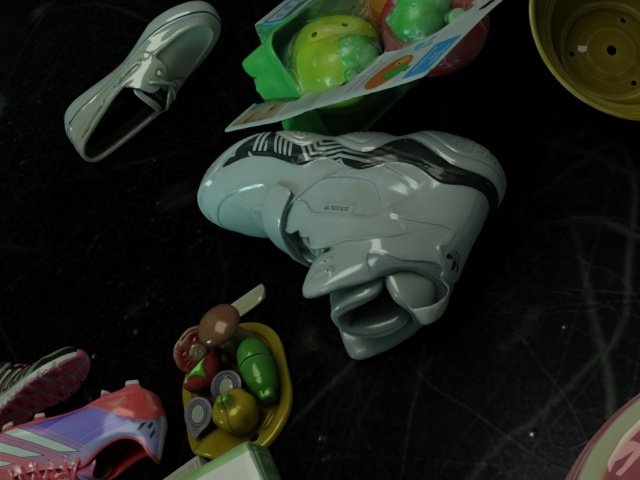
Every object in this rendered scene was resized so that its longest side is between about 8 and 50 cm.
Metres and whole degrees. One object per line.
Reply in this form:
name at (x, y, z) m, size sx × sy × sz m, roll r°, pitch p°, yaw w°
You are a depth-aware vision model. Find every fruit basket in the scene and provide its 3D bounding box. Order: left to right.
fruit basket at (0.085, -0.240, 1.384) m, size 0.327 × 0.165 × 0.353 m, roll -44°, pitch 15°, yaw -30°

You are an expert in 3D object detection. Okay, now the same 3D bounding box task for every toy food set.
toy food set at (-0.107, 0.131, 1.350) m, size 0.128 × 0.071 × 0.218 m, roll -30°, pitch 42°, yaw 12°

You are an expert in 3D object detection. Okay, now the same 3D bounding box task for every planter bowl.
planter bowl at (0.305, -0.207, 1.291) m, size 0.217 × 0.090 × 0.217 m, roll 2°, pitch 75°, yaw -6°

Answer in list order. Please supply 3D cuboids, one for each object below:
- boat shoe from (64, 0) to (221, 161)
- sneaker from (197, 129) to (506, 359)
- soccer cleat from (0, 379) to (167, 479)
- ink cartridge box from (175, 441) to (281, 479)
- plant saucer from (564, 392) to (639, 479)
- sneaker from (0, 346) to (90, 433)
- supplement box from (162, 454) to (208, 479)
boat shoe at (-0.233, -0.209, 1.724) m, size 0.267 × 0.096 × 0.088 m, roll -37°, pitch 45°, yaw 5°
sneaker at (0.000, 0.000, 1.332) m, size 0.366 × 0.137 × 0.210 m, roll -1°, pitch 52°, yaw 32°
soccer cleat at (-0.276, 0.234, 1.384) m, size 0.248 × 0.083 × 0.095 m, roll -24°, pitch 48°, yaw 14°
ink cartridge box at (-0.086, 0.327, 1.178) m, size 0.171 × 0.056 × 0.235 m, roll -30°, pitch 66°, yaw 11°
plant saucer at (0.316, 0.217, 0.953) m, size 0.332 × 0.084 × 0.332 m, roll -21°, pitch 44°, yaw 22°
sneaker at (-0.346, 0.165, 1.504) m, size 0.170 × 0.063 × 0.074 m, roll -35°, pitch 47°, yaw 13°
supplement box at (-0.143, 0.270, 1.282) m, size 0.098 × 0.036 × 0.062 m, roll -36°, pitch 42°, yaw 8°
